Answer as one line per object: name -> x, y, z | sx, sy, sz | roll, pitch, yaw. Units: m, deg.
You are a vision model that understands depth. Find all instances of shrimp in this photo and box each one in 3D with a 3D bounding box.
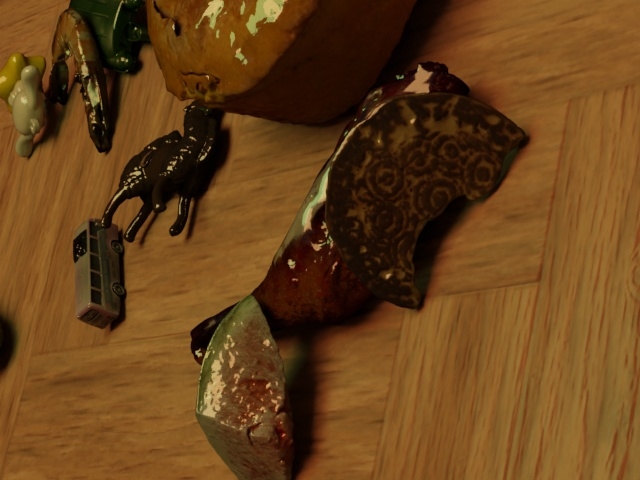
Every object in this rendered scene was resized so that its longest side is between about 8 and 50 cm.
shrimp -> -0.295, -0.178, 2.302 | 0.148, 0.035, 0.195 | -39, 61, 56

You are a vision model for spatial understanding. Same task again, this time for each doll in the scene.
doll -> -0.368, -0.178, 2.361 | 0.135, 0.071, 0.113 | 125, 136, -62
doll -> -0.162, -0.081, 2.058 | 0.139, 0.057, 0.165 | -6, 57, 54

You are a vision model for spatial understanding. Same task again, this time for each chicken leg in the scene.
chicken leg -> 0.000, 0.000, 1.756 | 0.407, 0.096, 0.158 | -51, 32, 26

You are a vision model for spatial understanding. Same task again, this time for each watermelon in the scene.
watermelon -> -0.069, 0.143, 1.744 | 0.094, 0.081, 0.180 | -13, 89, 26

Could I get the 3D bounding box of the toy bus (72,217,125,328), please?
toy bus -> -0.248, 0.035, 2.104 | 0.037, 0.052, 0.131 | -41, 41, 36

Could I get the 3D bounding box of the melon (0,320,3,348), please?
melon -> -0.437, 0.109, 2.277 | 0.162, 0.099, 0.099 | 12, 80, 54

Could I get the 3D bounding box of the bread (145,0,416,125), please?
bread -> -0.028, -0.292, 1.875 | 0.337, 0.204, 0.358 | 9, 81, 53

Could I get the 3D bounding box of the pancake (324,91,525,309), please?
pancake -> 0.095, -0.041, 1.653 | 0.190, 0.184, 0.020 | -21, 12, 7

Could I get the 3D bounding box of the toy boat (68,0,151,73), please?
toy boat -> -0.264, -0.264, 2.308 | 0.210, 0.052, 0.104 | 21, 108, 57
